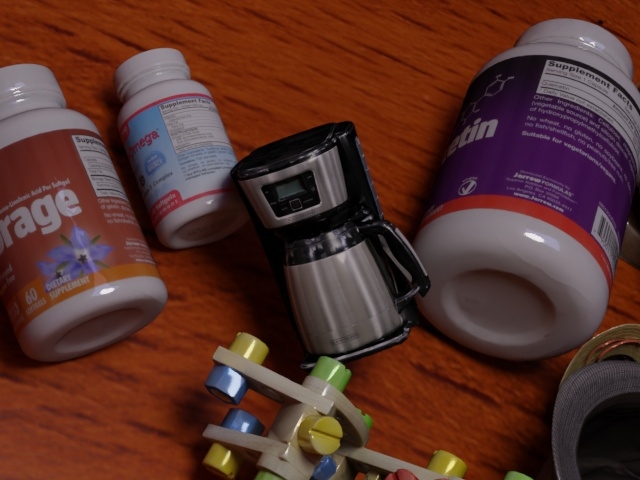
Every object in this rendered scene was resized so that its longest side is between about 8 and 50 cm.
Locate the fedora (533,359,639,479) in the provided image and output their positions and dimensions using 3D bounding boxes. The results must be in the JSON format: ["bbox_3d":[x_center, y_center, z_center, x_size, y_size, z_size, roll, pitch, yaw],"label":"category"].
[{"bbox_3d":[0.260,0.234,1.313,0.275,0.124,0.243,-8,69,-43],"label":"fedora"}]

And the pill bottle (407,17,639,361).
[{"bbox_3d":[0.203,-0.058,1.418,0.181,0.181,0.323,31,50,-11],"label":"pill bottle"}]

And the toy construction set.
[{"bbox_3d":[0.063,0.196,1.127,0.151,0.328,0.215,-49,135,-11],"label":"toy construction set"}]

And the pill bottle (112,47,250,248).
[{"bbox_3d":[-0.122,-0.080,1.296,0.087,0.087,0.160,-9,67,-35],"label":"pill bottle"}]

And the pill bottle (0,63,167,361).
[{"bbox_3d":[-0.213,-0.024,1.186,0.121,0.121,0.216,-13,70,-36],"label":"pill bottle"}]

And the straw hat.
[{"bbox_3d":[0.266,0.129,1.413,0.144,0.144,0.061,11,18,-26],"label":"straw hat"}]

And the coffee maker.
[{"bbox_3d":[0.000,0.000,1.254,0.120,0.171,0.178,-21,99,-12],"label":"coffee maker"}]

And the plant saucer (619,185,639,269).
[{"bbox_3d":[0.349,-0.042,1.596,0.168,0.029,0.168,15,56,-24],"label":"plant saucer"}]

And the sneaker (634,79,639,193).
[{"bbox_3d":[0.349,-0.045,1.501,0.123,0.106,0.290,32,38,-33],"label":"sneaker"}]
